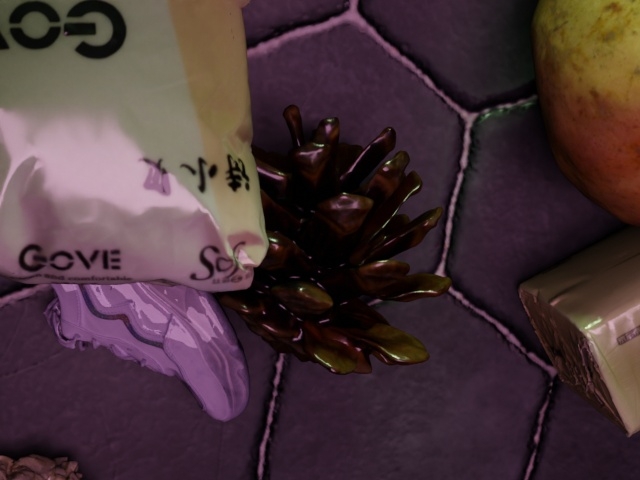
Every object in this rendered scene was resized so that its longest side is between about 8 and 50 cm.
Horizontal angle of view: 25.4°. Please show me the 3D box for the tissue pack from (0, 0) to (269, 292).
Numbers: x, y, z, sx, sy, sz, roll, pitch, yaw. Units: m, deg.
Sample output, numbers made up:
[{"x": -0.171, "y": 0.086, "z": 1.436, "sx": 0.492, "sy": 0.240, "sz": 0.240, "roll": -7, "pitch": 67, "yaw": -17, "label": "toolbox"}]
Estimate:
[{"x": -0.235, "y": -0.137, "z": 1.043, "sx": 0.376, "sy": 0.195, "sz": 0.390, "roll": -6, "pitch": 80, "yaw": -6, "label": "tissue pack"}]

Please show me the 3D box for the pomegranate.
[{"x": 0.305, "y": -0.145, "z": 1.148, "sx": 0.281, "sy": 0.281, "sz": 0.281, "roll": -2, "pitch": 102, "yaw": -12, "label": "pomegranate"}]

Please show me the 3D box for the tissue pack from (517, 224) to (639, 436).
[{"x": 0.313, "y": 0.050, "z": 1.241, "sx": 0.234, "sy": 0.159, "sz": 0.125, "roll": -28, "pitch": 107, "yaw": -5, "label": "tissue pack"}]

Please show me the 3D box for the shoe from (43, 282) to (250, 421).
[{"x": -0.157, "y": 0.061, "z": 1.181, "sx": 0.138, "sy": 0.095, "sz": 0.245, "roll": -30, "pitch": 102, "yaw": -1, "label": "shoe"}]

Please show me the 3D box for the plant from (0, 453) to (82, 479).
[{"x": -0.241, "y": 0.239, "z": 1.184, "sx": 0.116, "sy": 0.122, "sz": 0.104, "roll": 13, "pitch": 109, "yaw": -22, "label": "plant"}]

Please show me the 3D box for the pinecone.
[{"x": 0.001, "y": -0.003, "z": 1.145, "sx": 0.229, "sy": 0.202, "sz": 0.201, "roll": 21, "pitch": 85, "yaw": -24, "label": "pinecone"}]
